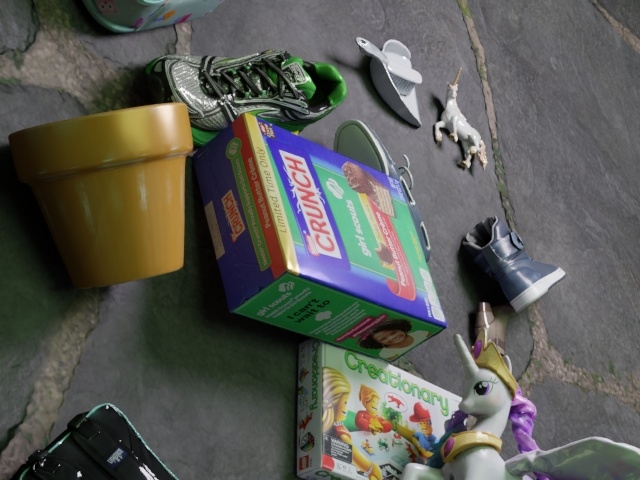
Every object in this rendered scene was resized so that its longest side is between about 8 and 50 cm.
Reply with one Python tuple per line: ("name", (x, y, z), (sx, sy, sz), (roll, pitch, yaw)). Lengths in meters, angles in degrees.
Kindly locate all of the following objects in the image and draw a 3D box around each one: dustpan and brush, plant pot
("dustpan and brush", (0.114, -0.289, 2.047), (0.211, 0.060, 0.147), (18, 56, -43))
("plant pot", (-0.237, -0.048, 1.408), (0.205, 0.205, 0.188), (-16, 96, -52))

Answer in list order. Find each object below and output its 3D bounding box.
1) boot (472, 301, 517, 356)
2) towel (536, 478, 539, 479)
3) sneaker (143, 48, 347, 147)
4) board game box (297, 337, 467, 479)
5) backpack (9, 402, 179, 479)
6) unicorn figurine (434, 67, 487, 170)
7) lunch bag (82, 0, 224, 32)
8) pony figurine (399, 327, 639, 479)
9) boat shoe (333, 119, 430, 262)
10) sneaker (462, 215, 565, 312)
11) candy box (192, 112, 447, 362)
("boot", (0.292, 0.149, 2.017), (0.118, 0.042, 0.087), (10, 68, -45))
("towel", (0.388, 0.435, 1.806), (0.308, 0.228, 0.076), (-44, 110, -51))
("sneaker", (-0.102, -0.216, 1.688), (0.343, 0.146, 0.134), (-9, 76, -50))
("board game box", (0.092, 0.270, 1.699), (0.305, 0.053, 0.193), (27, 49, -37))
("backpack", (-0.219, 0.290, 1.246), (0.188, 0.144, 0.166), (39, 37, 6))
("unicorn figurine", (0.244, -0.203, 2.159), (0.162, 0.060, 0.111), (58, 34, -34))
("lunch bag", (-0.235, -0.411, 1.679), (0.279, 0.108, 0.224), (-30, 89, -53))
("pony figurine", (0.261, 0.338, 1.624), (0.351, 0.303, 0.363), (36, 58, -16))
("boat shoe", (0.101, -0.070, 1.876), (0.079, 0.095, 0.254), (-28, 92, -51))
("sneaker", (0.331, 0.030, 2.092), (0.163, 0.086, 0.226), (51, 18, 10))
("candy box", (0.000, 0.000, 1.662), (0.317, 0.122, 0.268), (19, 43, -41))
